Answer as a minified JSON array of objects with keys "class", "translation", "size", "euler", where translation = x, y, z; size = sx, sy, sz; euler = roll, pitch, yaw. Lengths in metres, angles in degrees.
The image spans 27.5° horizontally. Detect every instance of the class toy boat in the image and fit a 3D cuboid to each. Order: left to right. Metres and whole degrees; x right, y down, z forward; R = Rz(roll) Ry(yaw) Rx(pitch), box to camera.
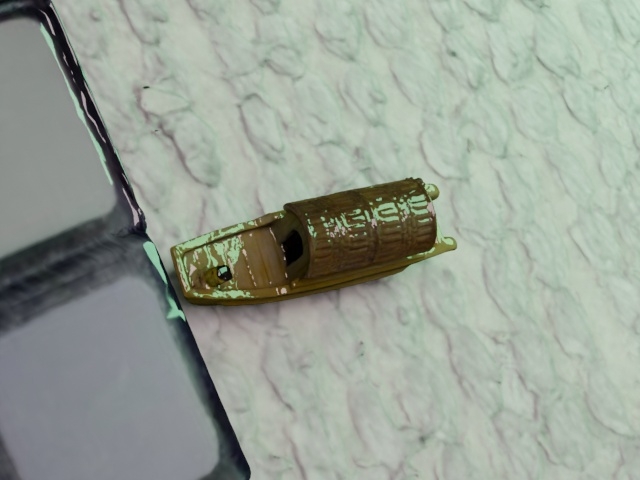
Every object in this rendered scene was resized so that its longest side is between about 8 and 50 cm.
[{"class":"toy boat","translation":[0.000,0.000,0.926],"size":[0.226,0.088,0.068],"euler":[-12,77,-29]}]

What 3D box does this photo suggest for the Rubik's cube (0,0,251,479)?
[{"class":"Rubik's cube","translation":[-0.263,0.138,0.549],"size":[0.362,0.363,0.359],"euler":[-31,98,-42]}]
